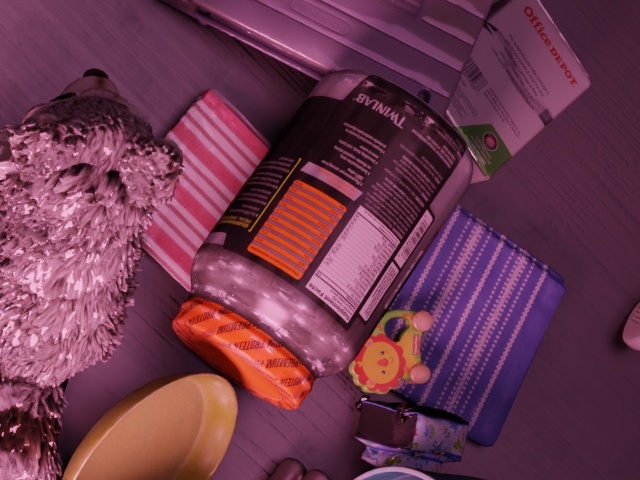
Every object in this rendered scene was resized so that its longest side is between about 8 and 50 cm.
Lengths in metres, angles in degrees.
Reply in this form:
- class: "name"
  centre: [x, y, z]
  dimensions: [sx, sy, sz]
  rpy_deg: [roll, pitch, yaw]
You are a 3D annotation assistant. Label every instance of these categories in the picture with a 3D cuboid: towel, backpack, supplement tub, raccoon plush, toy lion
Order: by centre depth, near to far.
- class: "raccoon plush"
  centre: [-0.229, 0.063, 1.501]
  dimensions: [0.216, 0.299, 0.446]
  rpy_deg: [-9, 88, -24]
- class: "supplement tub"
  centre: [0.000, 0.000, 1.680]
  dimensions: [0.207, 0.207, 0.338]
  rpy_deg: [41, 73, -19]
- class: "towel"
  centre: [-0.135, -0.058, 1.736]
  dimensions: [0.144, 0.029, 0.197]
  rpy_deg: [46, 68, -16]
- class: "backpack"
  centre: [0.107, 0.231, 1.790]
  dimensions: [0.114, 0.105, 0.084]
  rpy_deg: [13, 85, -35]
- class: "toy lion"
  centre: [0.079, 0.129, 1.800]
  dimensions: [0.096, 0.034, 0.100]
  rpy_deg: [6, 83, -18]
- class: "towel"
  centre: [0.128, 0.070, 1.865]
  dimensions: [0.336, 0.040, 0.243]
  rpy_deg: [34, 71, -20]

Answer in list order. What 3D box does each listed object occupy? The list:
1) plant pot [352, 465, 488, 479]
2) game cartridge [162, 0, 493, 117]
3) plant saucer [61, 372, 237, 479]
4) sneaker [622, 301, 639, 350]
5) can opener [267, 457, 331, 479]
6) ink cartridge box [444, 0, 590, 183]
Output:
- class: "plant pot"
  centre: [0.171, 0.388, 1.727]
  dimensions: [0.255, 0.272, 0.271]
  rpy_deg: [7, 80, -42]
- class: "game cartridge"
  centre: [0.016, -0.296, 1.787]
  dimensions: [0.355, 0.068, 0.230]
  rpy_deg: [27, 67, -7]
- class: "plant saucer"
  centre: [-0.184, 0.228, 1.595]
  dimensions: [0.241, 0.241, 0.037]
  rpy_deg: [-36, 56, -29]
- class: "sneaker"
  centre: [0.515, 0.109, 2.036]
  dimensions: [0.256, 0.094, 0.151]
  rpy_deg: [-34, 104, -27]
- class: "can opener"
  centre: [-0.079, 0.376, 1.700]
  dimensions: [0.283, 0.076, 0.095]
  rpy_deg: [-53, 141, -24]
- class: "ink cartridge box"
  centre: [0.210, -0.188, 1.906]
  dimensions: [0.208, 0.087, 0.153]
  rpy_deg: [-40, 102, -26]
